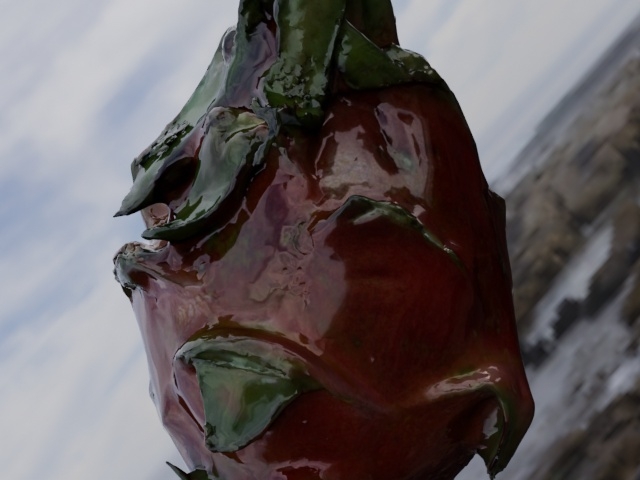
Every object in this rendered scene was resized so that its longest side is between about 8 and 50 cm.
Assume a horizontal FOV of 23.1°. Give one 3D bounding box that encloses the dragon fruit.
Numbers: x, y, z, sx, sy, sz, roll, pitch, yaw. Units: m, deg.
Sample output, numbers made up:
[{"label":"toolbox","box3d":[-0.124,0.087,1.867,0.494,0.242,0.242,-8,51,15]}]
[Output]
[{"label":"dragon fruit","box3d":[-0.012,0.005,0.666,0.198,0.269,0.200,0,31,36]}]
